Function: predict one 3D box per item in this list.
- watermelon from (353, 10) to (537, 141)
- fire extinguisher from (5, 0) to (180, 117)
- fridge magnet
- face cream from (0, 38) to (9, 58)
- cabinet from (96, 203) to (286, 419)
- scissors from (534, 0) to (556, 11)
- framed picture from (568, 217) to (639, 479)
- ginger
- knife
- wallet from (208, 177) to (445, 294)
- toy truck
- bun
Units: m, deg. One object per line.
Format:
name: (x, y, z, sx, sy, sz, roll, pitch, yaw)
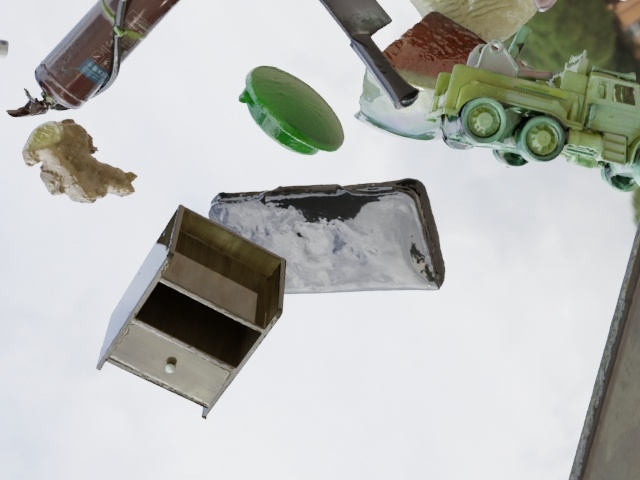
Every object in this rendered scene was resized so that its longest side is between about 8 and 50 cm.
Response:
watermelon: (0.150, -0.209, 1.576, 0.260, 0.256, 0.176, -41, -70, -39)
fire extinguisher: (-0.349, -0.308, 1.815, 0.105, 0.341, 0.141, 49, -171, 23)
fridge magnet: (-0.047, -0.224, 2.036, 0.208, 0.088, 0.208, 32, -155, -17)
face cream: (-0.710, -0.371, 2.115, 0.283, 0.073, 0.073, 7, -129, -30)
cabinet: (-0.177, 0.103, 1.606, 0.175, 0.215, 0.148, 28, -153, -15)
scissors: (0.261, -0.401, 1.211, 0.024, 0.160, 0.317, 0, -94, -73)
framed picture: (0.324, 0.118, 1.018, 0.347, 0.016, 0.265, 25, -100, -49)
ginger: (-0.455, -0.132, 2.195, 0.213, 0.137, 0.074, 44, -171, -30)
knife: (0.037, -0.239, 1.230, 0.230, 0.060, 0.028, 54, 162, 11)
wallet: (0.000, 0.000, 1.835, 0.051, 0.377, 0.197, -58, -42, -53)
toy truck: (0.249, -0.132, 1.180, 0.259, 0.135, 0.128, 17, 179, -6)
bun: (0.222, -0.389, 1.666, 0.220, 0.220, 0.134, 46, -173, -24)
